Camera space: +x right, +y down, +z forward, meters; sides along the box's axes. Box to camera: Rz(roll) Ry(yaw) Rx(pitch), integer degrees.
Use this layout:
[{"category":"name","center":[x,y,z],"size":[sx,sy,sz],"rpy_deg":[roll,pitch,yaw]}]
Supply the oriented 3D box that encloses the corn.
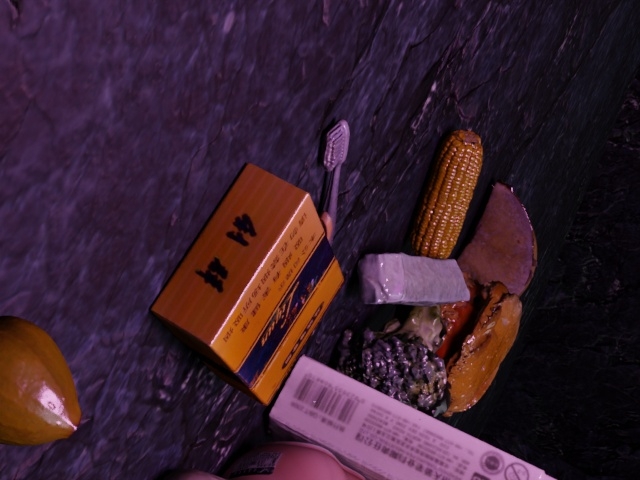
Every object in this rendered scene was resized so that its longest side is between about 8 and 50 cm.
[{"category":"corn","center":[0.170,-0.056,1.464],"size":[0.068,0.068,0.207],"rpy_deg":[-38,148,-53]}]

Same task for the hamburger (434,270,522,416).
[{"category":"hamburger","center":[0.213,0.163,1.779],"size":[0.244,0.163,0.244],"rpy_deg":[-43,150,-33]}]

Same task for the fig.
[{"category":"fig","center":[-0.180,0.088,0.640],"size":[0.074,0.088,0.074],"rpy_deg":[-53,179,-1]}]

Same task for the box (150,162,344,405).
[{"category":"box","center":[-0.056,0.048,0.975],"size":[0.152,0.070,0.237],"rpy_deg":[-58,160,-14]}]

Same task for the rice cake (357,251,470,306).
[{"category":"rice cake","center":[0.119,0.051,1.401],"size":[0.206,0.063,0.069],"rpy_deg":[3,78,-55]}]

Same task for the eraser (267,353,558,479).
[{"category":"eraser","center":[0.136,0.275,1.296],"size":[0.098,0.404,0.096],"rpy_deg":[-59,167,-25]}]

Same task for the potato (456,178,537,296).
[{"category":"potato","center":[0.319,0.020,1.899],"size":[0.243,0.138,0.098],"rpy_deg":[-64,168,17]}]

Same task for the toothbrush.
[{"category":"toothbrush","center":[0.002,-0.001,1.136],"size":[0.031,0.023,0.321],"rpy_deg":[-41,153,-34]}]

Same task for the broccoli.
[{"category":"broccoli","center":[0.124,0.120,1.522],"size":[0.304,0.165,0.145],"rpy_deg":[-61,137,-53]}]

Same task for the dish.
[{"category":"dish","center":[-0.018,0.301,1.268],"size":[0.213,0.213,0.090],"rpy_deg":[90,16,-57]}]

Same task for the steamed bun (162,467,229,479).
[{"category":"steamed bun","center":[-0.053,0.412,1.108],"size":[0.247,0.236,0.383],"rpy_deg":[-52,140,-19]}]
